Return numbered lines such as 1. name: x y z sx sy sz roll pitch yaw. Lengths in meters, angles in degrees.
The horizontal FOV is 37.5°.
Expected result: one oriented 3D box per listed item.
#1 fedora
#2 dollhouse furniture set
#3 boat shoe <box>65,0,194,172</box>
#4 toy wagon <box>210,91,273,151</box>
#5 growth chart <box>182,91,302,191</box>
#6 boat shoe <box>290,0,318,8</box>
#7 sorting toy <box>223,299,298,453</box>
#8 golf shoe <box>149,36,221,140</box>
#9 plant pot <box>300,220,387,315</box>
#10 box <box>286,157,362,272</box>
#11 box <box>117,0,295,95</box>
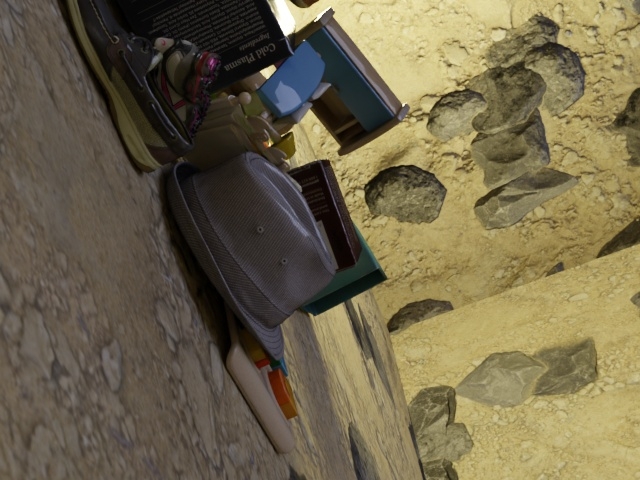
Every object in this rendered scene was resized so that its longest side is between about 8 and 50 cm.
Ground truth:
1. fedora: -0.069 -0.002 1.167 0.275 0.124 0.244 57 9 -14
2. dollhouse furniture set: -0.059 -0.149 1.394 0.198 0.286 0.303 50 43 -15
3. boat shoe: -0.203 -0.186 1.018 0.080 0.073 0.223 -87 157 -75
4. toy wagon: -0.148 -0.231 1.687 0.344 0.068 0.267 53 17 -70
5. growth chart: -0.107 -0.093 1.240 0.237 0.172 0.021 63 39 -38
6. boat shoe: -0.044 -0.463 1.351 0.324 0.120 0.122 53 14 -61
7. sorting toy: -0.078 0.142 1.224 0.208 0.038 0.193 -102 170 -54
8. golf shoe: -0.174 -0.172 1.118 0.186 0.086 0.067 117 -2 -54
9. plant pot: 0.000 0.000 1.834 0.234 0.165 0.165 64 5 13
10. box: -0.042 -0.023 1.464 0.203 0.168 0.167 -59 128 -83
11. box: -0.179 -0.384 1.317 0.312 0.179 0.343 62 8 -17
